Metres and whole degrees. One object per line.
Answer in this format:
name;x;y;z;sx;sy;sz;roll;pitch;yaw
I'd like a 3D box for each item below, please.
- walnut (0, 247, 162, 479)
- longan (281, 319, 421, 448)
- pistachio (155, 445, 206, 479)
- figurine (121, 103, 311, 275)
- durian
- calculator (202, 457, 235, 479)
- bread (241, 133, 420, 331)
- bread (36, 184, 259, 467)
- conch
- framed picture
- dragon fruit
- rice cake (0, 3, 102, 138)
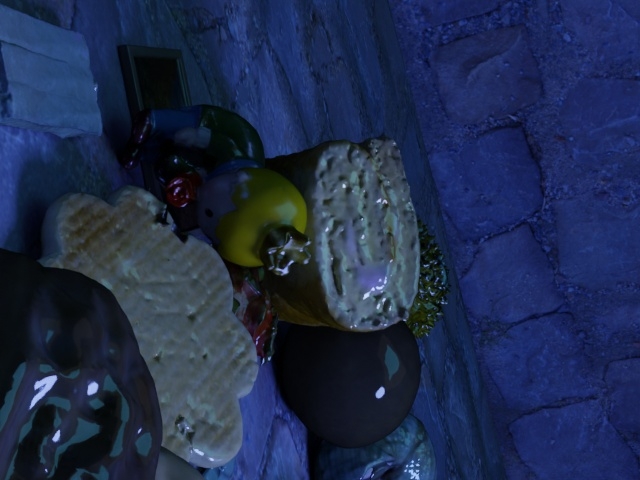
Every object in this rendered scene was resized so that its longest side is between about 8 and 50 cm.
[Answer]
walnut;-0.230;0.131;0.762;0.273;0.227;0.273;20;64;-49
longan;0.044;0.190;1.824;0.248;0.248;0.248;-9;90;-75
pistachio;-0.187;0.299;0.907;0.193;0.214;0.318;66;35;-50
figurine;-0.116;-0.054;1.354;0.185;0.127;0.234;10;45;-34
durian;0.110;0.071;2.098;0.291;0.225;0.291;-3;90;-76
calculator;-0.129;0.245;1.505;0.095;0.021;0.153;65;19;-45
bread;0.000;0.000;1.545;0.375;0.165;0.236;172;-92;-70
bread;-0.177;0.094;1.197;0.316;0.054;0.316;31;49;-43
conch;0.088;0.373;1.965;0.220;0.195;0.277;-52;172;-18
framed picture;-0.189;-0.120;1.518;0.184;0.016;0.249;-23;103;-74
dragon fruit;-0.143;0.061;1.385;0.236;0.135;0.137;49;18;-25
rice cake;-0.275;-0.162;1.186;0.211;0.038;0.124;-21;100;-75
